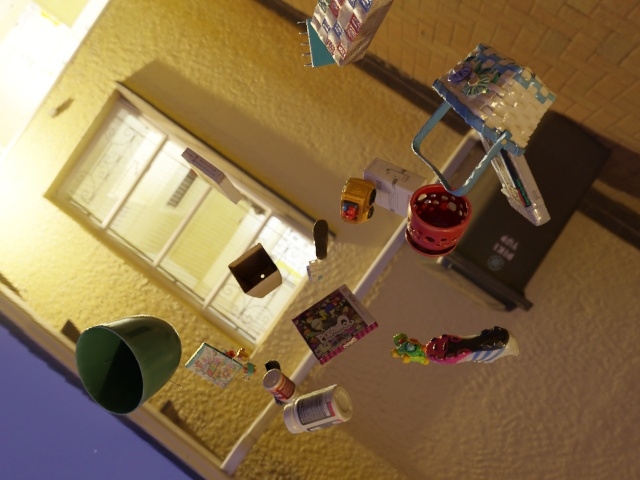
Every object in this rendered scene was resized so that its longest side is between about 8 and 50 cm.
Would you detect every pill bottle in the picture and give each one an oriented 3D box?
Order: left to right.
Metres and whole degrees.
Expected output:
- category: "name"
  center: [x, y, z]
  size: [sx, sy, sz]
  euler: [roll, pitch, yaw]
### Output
- category: "pill bottle"
  center: [-0.147, 0.563, 2.071]
  size: [0.152, 0.086, 0.086]
  euler: [51, 172, -38]
- category: "pill bottle"
  center: [-0.014, 0.758, 2.411]
  size: [0.161, 0.283, 0.161]
  euler: [45, -148, -37]

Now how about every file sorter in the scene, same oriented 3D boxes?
- category: "file sorter"
  center: [-0.009, -0.757, 2.057]
  size: [0.104, 0.118, 0.170]
  euler: [29, 133, 56]

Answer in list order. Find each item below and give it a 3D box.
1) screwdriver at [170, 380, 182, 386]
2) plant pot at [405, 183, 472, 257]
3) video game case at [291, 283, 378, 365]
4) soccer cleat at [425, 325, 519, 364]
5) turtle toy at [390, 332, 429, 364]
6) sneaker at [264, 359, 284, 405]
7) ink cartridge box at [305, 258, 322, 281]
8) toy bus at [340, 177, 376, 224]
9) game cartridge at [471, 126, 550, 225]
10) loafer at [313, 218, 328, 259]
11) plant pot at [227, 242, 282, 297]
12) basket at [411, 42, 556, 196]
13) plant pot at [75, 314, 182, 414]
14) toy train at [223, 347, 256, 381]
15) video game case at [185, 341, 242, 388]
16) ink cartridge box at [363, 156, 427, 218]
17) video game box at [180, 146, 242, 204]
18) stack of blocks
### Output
- category: "screwdriver"
  center: [-0.602, 0.523, 2.076]
  size: [0.170, 0.025, 0.024]
  euler: [28, 150, -19]
- category: "plant pot"
  center: [0.364, -0.055, 1.697]
  size: [0.191, 0.191, 0.174]
  euler: [36, 152, 24]
- category: "video game case"
  center: [0.045, 0.279, 1.824]
  size: [0.210, 0.232, 0.041]
  euler: [50, 170, 45]
- category: "soccer cleat"
  center: [0.532, 0.391, 1.894]
  size: [0.331, 0.116, 0.143]
  euler: [-20, 132, 38]
- category: "turtle toy"
  center: [0.254, 0.311, 1.559]
  size: [0.095, 0.066, 0.130]
  euler: [12, -177, -29]
- category: "sneaker"
  center: [-0.186, 0.573, 2.169]
  size: [0.078, 0.067, 0.188]
  euler: [18, -134, -51]
- category: "ink cartridge box"
  center: [-0.028, 0.117, 2.139]
  size: [0.048, 0.083, 0.028]
  euler: [-15, -177, -36]
- category: "toy bus"
  center: [0.157, -0.149, 2.514]
  size: [0.150, 0.211, 0.220]
  euler: [16, 133, 15]
- category: "game cartridge"
  center: [0.528, -0.224, 1.539]
  size: [0.355, 0.068, 0.230]
  euler: [59, -166, -17]
- category: "loafer"
  center: [0.000, 0.000, 1.859]
  size: [0.056, 0.147, 0.050]
  euler: [4, 163, 0]
- category: "plant pot"
  center: [-0.163, 0.093, 1.444]
  size: [0.109, 0.109, 0.096]
  euler: [52, 176, 34]
- category: "basket"
  center: [0.334, -0.266, 1.185]
  size: [0.201, 0.288, 0.254]
  euler: [18, -153, -30]
- category: "plant pot"
  center: [-0.596, 0.373, 1.750]
  size: [0.293, 0.293, 0.235]
  euler: [36, -154, 15]
- category: "toy train"
  center: [-0.355, 0.538, 2.353]
  size: [0.166, 0.046, 0.125]
  euler: [51, -144, 8]
- category: "video game case"
  center: [-0.379, 0.447, 1.925]
  size: [0.166, 0.119, 0.015]
  euler: [36, -166, -19]
- category: "ink cartridge box"
  center: [0.352, -0.241, 2.553]
  size: [0.283, 0.117, 0.207]
  euler: [28, 152, 24]
- category: "video game box"
  center: [-0.388, -0.229, 1.945]
  size: [0.187, 0.048, 0.205]
  euler: [34, 170, 20]
- category: "stack of blocks"
  center: [0.084, -0.642, 1.495]
  size: [0.171, 0.087, 0.297]
  euler: [58, 160, 5]
